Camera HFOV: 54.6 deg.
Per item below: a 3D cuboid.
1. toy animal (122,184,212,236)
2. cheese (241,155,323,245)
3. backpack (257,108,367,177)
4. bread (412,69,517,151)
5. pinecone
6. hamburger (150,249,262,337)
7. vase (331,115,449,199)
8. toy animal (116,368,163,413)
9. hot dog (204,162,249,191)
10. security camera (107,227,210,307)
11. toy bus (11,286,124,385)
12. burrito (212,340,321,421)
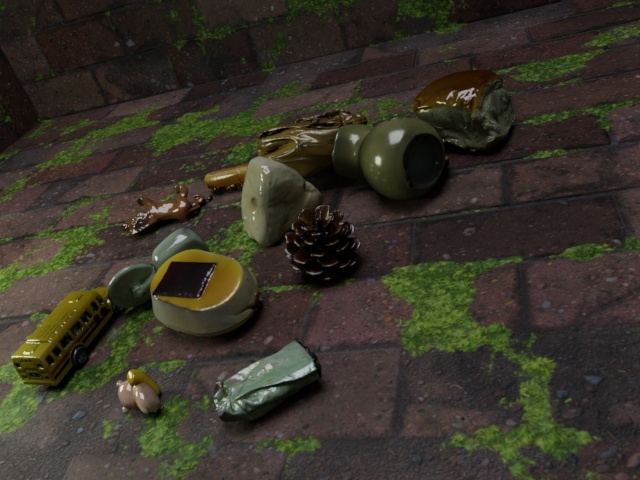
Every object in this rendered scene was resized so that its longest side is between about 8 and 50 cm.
[{"bbox_3d":[-0.534,-0.098,2.144,0.313,0.097,0.157,-14,44,3],"label":"toy animal"},{"bbox_3d":[-0.123,-0.148,1.854,0.251,0.247,0.174,-26,33,-25],"label":"cheese"},{"bbox_3d":[-0.022,-0.314,2.061,0.378,0.201,0.353,-4,20,30],"label":"backpack"},{"bbox_3d":[0.450,-0.418,1.977,0.279,0.224,0.250,2,35,37],"label":"bread"},{"bbox_3d":[0.000,0.000,1.597,0.208,0.207,0.207,-14,32,8],"label":"pinecone"},{"bbox_3d":[-0.293,0.140,1.577,0.295,0.151,0.227,16,52,30],"label":"hamburger"},{"bbox_3d":[0.240,-0.248,1.860,0.330,0.240,0.302,-1,11,-35],"label":"vase"},{"bbox_3d":[-0.404,0.350,1.381,0.082,0.091,0.114,-39,63,0],"label":"toy animal"},{"bbox_3d":[-0.295,-0.219,2.198,0.249,0.102,0.076,-10,73,19],"label":"hot dog"},{"bbox_3d":[-0.442,0.092,1.702,0.302,0.157,0.080,-38,56,-5],"label":"security camera"},{"bbox_3d":[-0.657,0.233,1.641,0.121,0.123,0.335,-4,34,22],"label":"toy bus"},{"bbox_3d":[-0.112,0.300,1.287,0.229,0.089,0.144,-27,18,-15],"label":"burrito"}]
